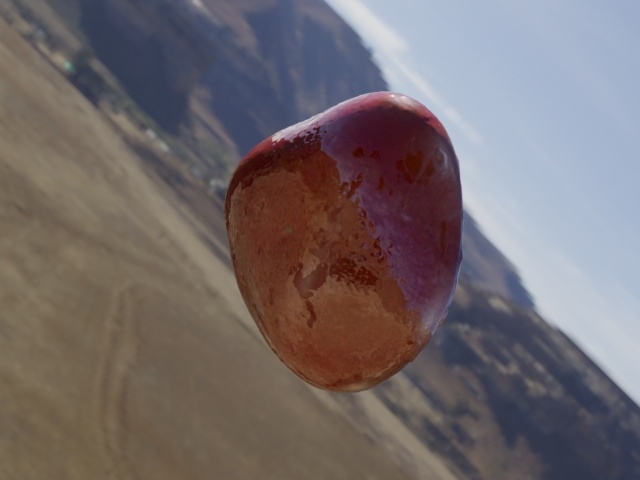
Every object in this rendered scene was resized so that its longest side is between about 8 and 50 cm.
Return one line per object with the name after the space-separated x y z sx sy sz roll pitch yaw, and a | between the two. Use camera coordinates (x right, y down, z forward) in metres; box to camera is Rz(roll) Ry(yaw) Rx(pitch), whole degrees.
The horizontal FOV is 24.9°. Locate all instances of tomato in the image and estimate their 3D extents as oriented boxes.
0.007 0.004 0.877 0.082 0.166 0.174 1 71 -58 | tomato
